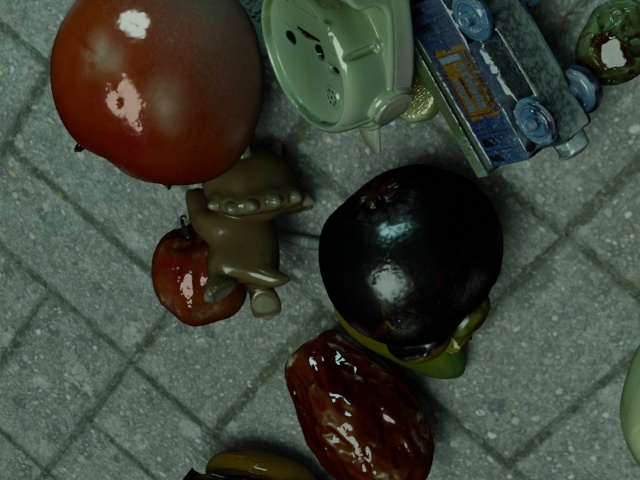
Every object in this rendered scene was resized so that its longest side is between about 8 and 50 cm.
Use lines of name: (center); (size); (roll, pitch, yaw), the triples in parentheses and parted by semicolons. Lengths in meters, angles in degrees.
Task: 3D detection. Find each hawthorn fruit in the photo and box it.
hawthorn fruit: (-0.200, 0.038, 2.133); (0.157, 0.157, 0.194); (5, 125, 26)

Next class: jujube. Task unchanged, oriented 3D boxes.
jujube: (0.061, 0.285, 2.122); (0.290, 0.197, 0.197); (52, 129, 12)

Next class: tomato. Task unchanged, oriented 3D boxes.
tomato: (-0.230, -0.243, 1.899); (0.322, 0.321, 0.321); (13, 122, 22)

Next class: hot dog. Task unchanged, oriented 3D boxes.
hot dog: (-0.080, 0.450, 2.341); (0.326, 0.107, 0.194); (22, 135, 5)

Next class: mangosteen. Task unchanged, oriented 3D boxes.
mangosteen: (0.145, 0.046, 1.890); (0.275, 0.275, 0.302); (-7, 125, 31)

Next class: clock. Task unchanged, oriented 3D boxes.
clock: (0.018, -0.270, 1.801); (0.265, 0.109, 0.324); (38, 146, 45)

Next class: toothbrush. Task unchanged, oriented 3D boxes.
toothbrush: (0.000, 0.002, 2.090); (0.342, 0.025, 0.030); (14, 118, 22)

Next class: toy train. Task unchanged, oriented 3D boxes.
toy train: (0.235, -0.233, 1.744); (0.299, 0.131, 0.202); (59, 152, -11)

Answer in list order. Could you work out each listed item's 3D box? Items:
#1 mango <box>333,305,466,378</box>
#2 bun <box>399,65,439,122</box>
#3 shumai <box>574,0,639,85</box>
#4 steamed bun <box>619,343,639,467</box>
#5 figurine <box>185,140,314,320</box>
mango: (0.127, 0.131, 2.046); (0.237, 0.091, 0.137); (26, 150, 6)
bun: (0.138, -0.209, 1.878); (0.086, 0.055, 0.086); (7, 105, 25)
shumai: (0.377, -0.244, 1.707); (0.099, 0.087, 0.123); (29, 128, 9)
steamed bun: (0.584, 0.198, 1.759); (0.334, 0.233, 0.312); (22, 123, 5)
figurine: (-0.096, -0.032, 2.017); (0.173, 0.177, 0.247); (-27, 57, 36)
